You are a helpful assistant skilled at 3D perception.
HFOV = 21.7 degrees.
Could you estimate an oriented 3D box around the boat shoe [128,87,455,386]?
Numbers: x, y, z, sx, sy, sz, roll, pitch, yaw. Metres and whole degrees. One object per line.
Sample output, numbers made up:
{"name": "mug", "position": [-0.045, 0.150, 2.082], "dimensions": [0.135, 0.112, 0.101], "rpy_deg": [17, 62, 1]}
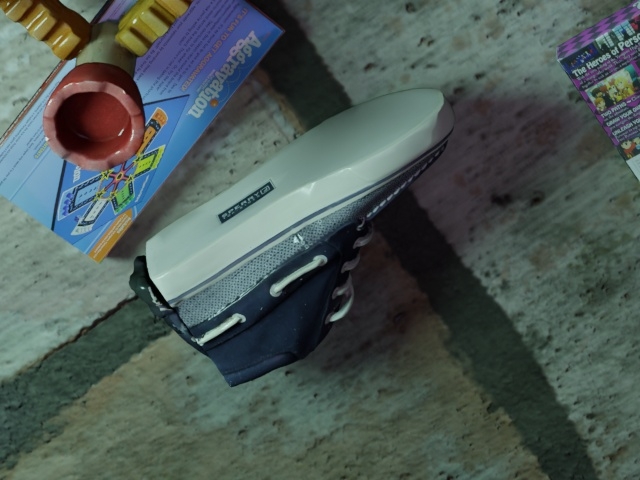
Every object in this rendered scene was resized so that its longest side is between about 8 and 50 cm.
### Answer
{"name": "boat shoe", "position": [0.000, 0.000, 1.580], "dimensions": [0.340, 0.127, 0.158], "rpy_deg": [-30, 117, 7]}

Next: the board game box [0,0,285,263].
{"name": "board game box", "position": [-0.176, -0.129, 1.541], "dimensions": [0.145, 0.027, 0.281], "rpy_deg": [37, 96, -18]}

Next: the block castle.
{"name": "block castle", "position": [-0.249, -0.291, 1.304], "dimensions": [0.453, 0.213, 0.303], "rpy_deg": [38, 114, -22]}

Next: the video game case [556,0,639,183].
{"name": "video game case", "position": [0.379, -0.157, 1.607], "dimensions": [0.232, 0.042, 0.210], "rpy_deg": [-31, 112, 20]}
